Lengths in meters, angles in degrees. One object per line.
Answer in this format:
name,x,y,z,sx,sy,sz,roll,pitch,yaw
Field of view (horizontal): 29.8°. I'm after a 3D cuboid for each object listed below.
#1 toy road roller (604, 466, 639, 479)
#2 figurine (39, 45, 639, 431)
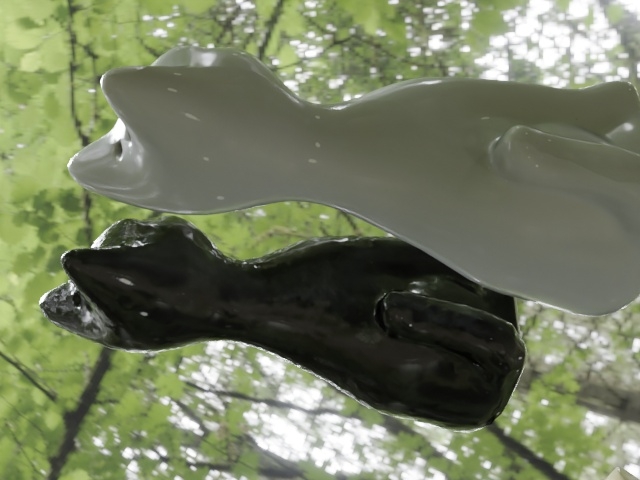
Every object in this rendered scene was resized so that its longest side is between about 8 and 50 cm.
toy road roller,0.353,0.365,1.035,0.202,0.329,0.241,-49,-38,8
figurine,0.000,0.000,0.480,0.210,0.215,0.092,7,-119,-13
